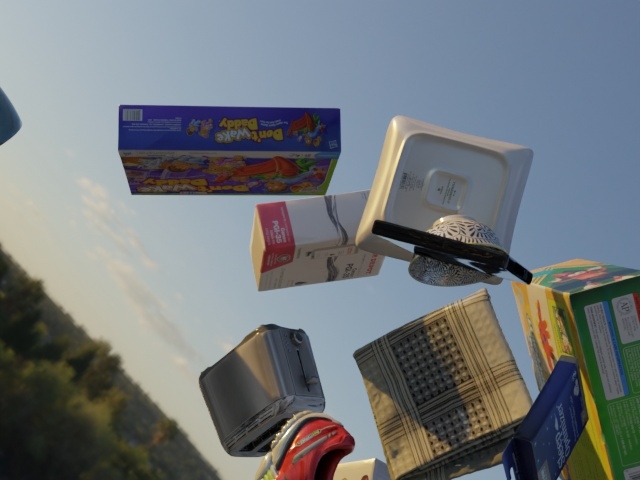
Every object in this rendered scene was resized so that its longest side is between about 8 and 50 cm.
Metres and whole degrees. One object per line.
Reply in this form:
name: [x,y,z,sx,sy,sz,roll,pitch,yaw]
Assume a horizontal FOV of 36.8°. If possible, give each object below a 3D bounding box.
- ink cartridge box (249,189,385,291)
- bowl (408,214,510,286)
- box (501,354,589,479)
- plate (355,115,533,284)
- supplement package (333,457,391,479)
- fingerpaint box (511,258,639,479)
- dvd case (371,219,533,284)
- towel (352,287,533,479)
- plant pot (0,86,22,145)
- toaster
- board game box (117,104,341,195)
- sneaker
ink cartridge box: [0.000,0.000,2.060,0.207,0.283,0.117,104,-25,-60]
bowl: [0.227,0.008,1.606,0.170,0.170,0.080,80,6,-63]
box: [0.350,0.301,1.477,0.036,0.225,0.136,9,-49,37]
plate: [0.229,-0.084,1.758,0.278,0.277,0.045,15,-15,8]
supplement package: [0.084,0.623,2.240,0.261,0.145,0.204,-20,-44,39]
fingerpaint box: [0.532,0.273,1.816,0.371,0.163,0.445,-156,-128,-85]
dvd case: [0.188,0.019,1.319,0.180,0.022,0.253,15,-2,21]
towel: [0.232,0.291,1.818,0.056,0.312,0.324,34,33,-58]
plant pot: [-0.709,-0.250,1.716,0.290,0.290,0.195,26,-42,54]
toaster: [-0.096,0.246,1.525,0.129,0.227,0.146,18,41,-48]
board game box: [-0.151,-0.145,1.603,0.233,0.347,0.078,110,-21,-74]
sneaker: [-0.043,0.366,1.305,0.118,0.279,0.107,18,-18,31]
